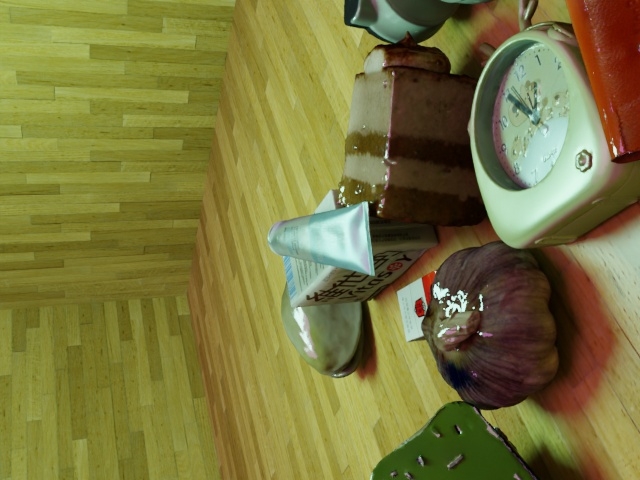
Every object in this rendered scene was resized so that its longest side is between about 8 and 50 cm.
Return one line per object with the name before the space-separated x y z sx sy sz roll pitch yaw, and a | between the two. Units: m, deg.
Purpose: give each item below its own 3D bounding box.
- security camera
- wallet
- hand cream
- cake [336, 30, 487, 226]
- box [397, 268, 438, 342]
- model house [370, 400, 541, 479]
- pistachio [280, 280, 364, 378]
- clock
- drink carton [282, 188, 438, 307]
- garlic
security camera | 0.172 -0.412 0.965 0.277 0.191 0.197 180 93 -66
wallet | 0.339 -0.192 0.664 0.142 0.045 0.205 -16 74 23
hand cream | 0.000 0.000 1.100 0.312 0.070 0.111 -2 93 64
cake | 0.154 -0.173 1.045 0.196 0.198 0.293 -150 64 -71
box | 0.194 0.117 1.174 0.152 0.048 0.100 140 122 -61
model house | 0.228 0.390 0.902 0.294 0.207 0.154 51 -173 30
pistachio | 0.012 0.170 1.513 0.166 0.197 0.288 25 -141 -65
clock | 0.283 -0.161 0.836 0.235 0.096 0.308 127 136 -60
drink carton | 0.063 0.022 1.289 0.324 0.194 0.132 129 133 -59
garlic | 0.223 0.122 0.936 0.245 0.160 0.245 176 90 -70
